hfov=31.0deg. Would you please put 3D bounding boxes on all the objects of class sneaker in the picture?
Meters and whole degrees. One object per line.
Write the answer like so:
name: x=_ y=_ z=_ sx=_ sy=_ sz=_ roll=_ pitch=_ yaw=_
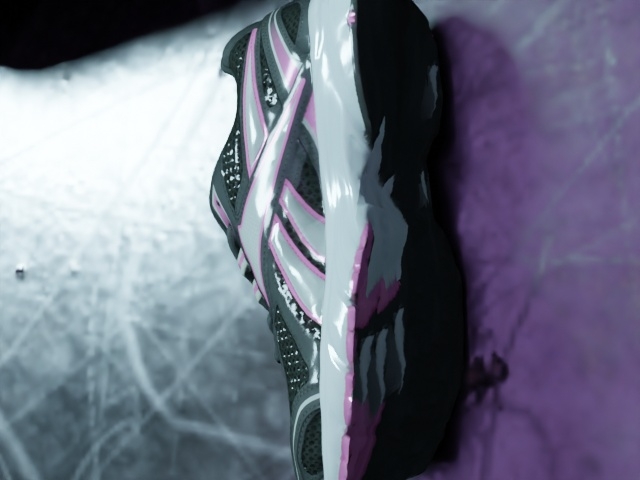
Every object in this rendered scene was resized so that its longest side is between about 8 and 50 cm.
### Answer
sneaker: x=0.000 y=0.000 z=0.396 sx=0.077 sy=0.072 sz=0.178 roll=-9 pitch=72 yaw=35
